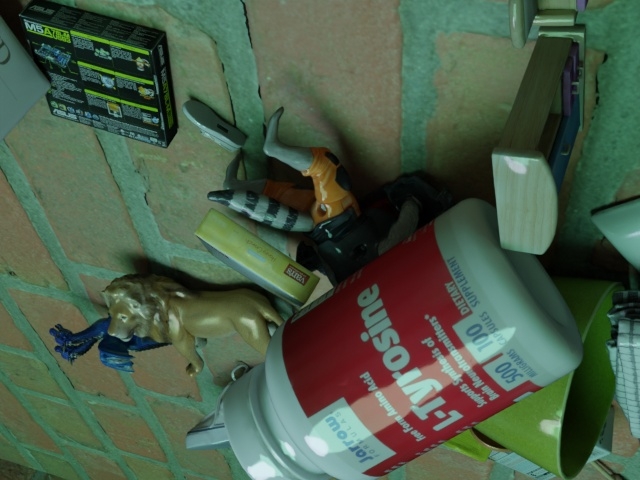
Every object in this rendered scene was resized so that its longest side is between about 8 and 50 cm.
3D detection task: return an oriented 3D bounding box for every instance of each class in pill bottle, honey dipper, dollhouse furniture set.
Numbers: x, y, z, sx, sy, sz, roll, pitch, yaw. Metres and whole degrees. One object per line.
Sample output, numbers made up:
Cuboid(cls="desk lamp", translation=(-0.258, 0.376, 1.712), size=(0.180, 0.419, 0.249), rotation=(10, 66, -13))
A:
Cuboid(cls="pill bottle", translation=(0.085, 0.148, 0.940), size=(0.408, 0.229, 0.229), rotation=(-36, 119, 21))
Cuboid(cls="honey dipper", translation=(0.552, 0.451, 1.516), size=(0.161, 0.030, 0.030), rotation=(42, 141, -23))
Cuboid(cls="dollhouse furniture set", translation=(0.331, -0.118, 0.704), size=(0.304, 0.198, 0.286), rotation=(9, 143, 24))

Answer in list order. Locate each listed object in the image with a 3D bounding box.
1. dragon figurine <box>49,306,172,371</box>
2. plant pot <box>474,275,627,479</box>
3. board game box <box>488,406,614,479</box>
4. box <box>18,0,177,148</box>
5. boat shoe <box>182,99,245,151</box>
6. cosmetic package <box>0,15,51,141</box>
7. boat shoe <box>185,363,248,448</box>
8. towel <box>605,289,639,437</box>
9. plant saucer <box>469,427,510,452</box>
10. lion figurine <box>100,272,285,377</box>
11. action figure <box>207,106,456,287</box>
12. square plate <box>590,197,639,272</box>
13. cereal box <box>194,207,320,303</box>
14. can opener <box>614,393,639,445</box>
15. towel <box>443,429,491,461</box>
Cuboid(cls="dragon figurine", translation=(-0.417, 0.223, 1.626), size=(0.289, 0.144, 0.085), rotation=(21, 146, 1))
Cuboid(cls="plant pot", translation=(0.252, 0.157, 1.113), size=(0.294, 0.274, 0.274), rotation=(15, 147, 33))
Cuboid(cls="board game box", translation=(0.330, 0.312, 1.389), size=(0.304, 0.097, 0.224), rotation=(25, 145, -6))
Cuboid(cls="box", translation=(-0.296, -0.223, 1.053), size=(0.191, 0.045, 0.184), rotation=(17, 143, 9))
Cuboid(cls="boat shoe", translation=(-0.153, -0.156, 1.074), size=(0.100, 0.035, 0.035), rotation=(31, 142, -24))
Cuboid(cls="cosmetic package", translation=(-0.635, -0.192, 0.936), size=(0.328, 0.393, 0.329), rotation=(9, 144, 31))
Cuboid(cls="boat shoe", translation=(-0.155, 0.347, 1.662), size=(0.367, 0.156, 0.136), rotation=(-27, 152, 34))
Cuboid(cls="towel", translation=(0.505, 0.163, 0.995), size=(0.235, 0.121, 0.283), rotation=(1, 142, 30))
Cuboid(cls="plant saucer", translation=(0.260, 0.282, 1.143), size=(0.084, 0.083, 0.013), rotation=(15, 122, 10))
Cuboid(cls="lion figurine", translation=(-0.197, 0.145, 1.442), size=(0.392, 0.142, 0.240), rotation=(-7, 130, 15))
Cuboid(cls="action figure", translation=(0.000, 0.000, 1.087), size=(0.330, 0.178, 0.341), rotation=(40, 142, -9))
Cuboid(cls="square plate", translation=(0.569, 0.036, 0.932), size=(0.344, 0.049, 0.347), rotation=(41, 141, -25))
Cuboid(cls="cereal box", translation=(-0.087, 0.033, 1.104), size=(0.173, 0.047, 0.240), rotation=(33, 172, 0))
Cuboid(cls="can opener", translation=(0.513, 0.264, 1.239), size=(0.074, 0.093, 0.280), rotation=(-20, 123, 45))
Cuboid(cls="towel", translation=(0.280, 0.245, 1.253), size=(0.102, 0.021, 0.237), rotation=(25, 101, -4))
